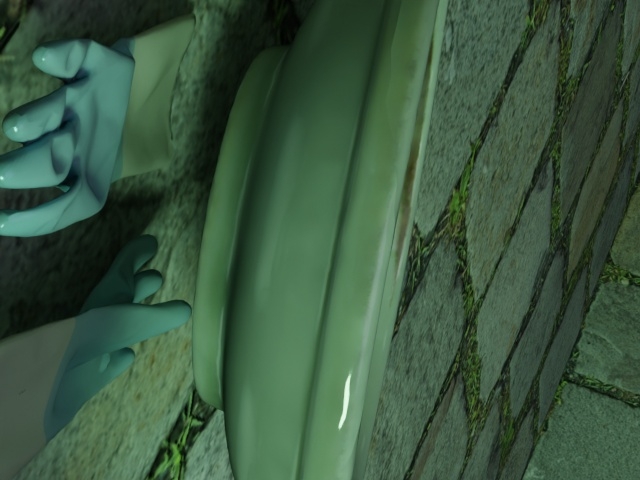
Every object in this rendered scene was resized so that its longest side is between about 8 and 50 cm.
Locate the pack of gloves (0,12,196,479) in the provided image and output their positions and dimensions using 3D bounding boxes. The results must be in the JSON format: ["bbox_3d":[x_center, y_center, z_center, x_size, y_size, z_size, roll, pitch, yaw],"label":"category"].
[{"bbox_3d":[-0.088,0.004,0.498,0.232,0.046,0.195,-57,161,-74],"label":"pack of gloves"}]

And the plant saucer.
[{"bbox_3d":[0.000,0.000,0.648,0.400,0.101,0.400,10,90,-84],"label":"plant saucer"}]
